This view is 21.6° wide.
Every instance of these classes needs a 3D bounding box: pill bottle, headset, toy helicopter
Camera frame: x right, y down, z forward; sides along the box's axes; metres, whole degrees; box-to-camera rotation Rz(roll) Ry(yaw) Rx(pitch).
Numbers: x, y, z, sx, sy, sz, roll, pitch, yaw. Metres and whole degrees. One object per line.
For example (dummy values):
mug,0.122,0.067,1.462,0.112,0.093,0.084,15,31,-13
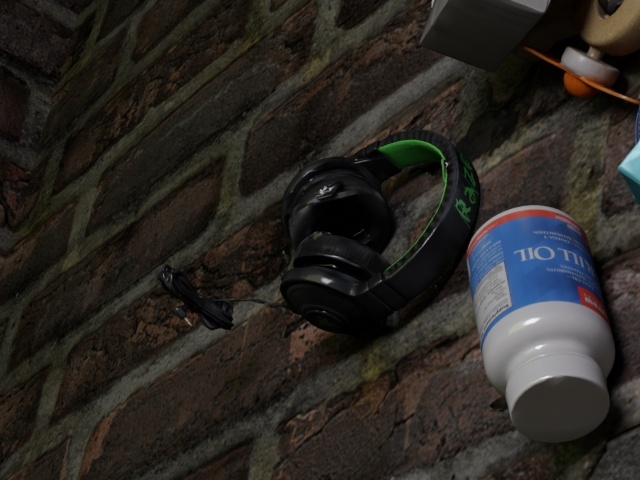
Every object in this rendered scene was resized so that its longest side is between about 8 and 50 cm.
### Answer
pill bottle,0.211,0.080,1.586,0.124,0.124,0.221,-45,31,30
headset,0.000,0.000,1.983,0.394,0.185,0.243,-32,36,27
toy helicopter,0.292,-0.244,1.807,0.355,0.140,0.235,164,121,-70

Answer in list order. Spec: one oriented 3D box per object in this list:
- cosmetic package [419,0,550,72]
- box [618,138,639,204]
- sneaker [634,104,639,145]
cosmetic package,0.188,-0.279,1.805,0.238,0.107,0.127,115,175,-80
box,0.367,-0.128,1.481,0.060,0.100,0.244,38,90,25
sneaker,0.337,-0.153,1.575,0.083,0.087,0.221,0,74,13
